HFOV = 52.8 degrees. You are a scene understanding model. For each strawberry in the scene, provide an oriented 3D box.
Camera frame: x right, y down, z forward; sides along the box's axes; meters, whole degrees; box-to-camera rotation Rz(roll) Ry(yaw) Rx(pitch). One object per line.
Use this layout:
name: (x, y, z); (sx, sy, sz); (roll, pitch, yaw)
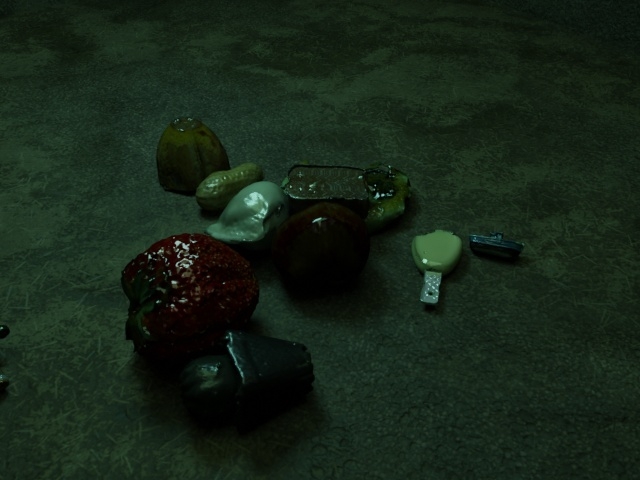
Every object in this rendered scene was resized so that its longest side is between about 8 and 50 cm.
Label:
strawberry: (-0.257, 0.122, 1.336); (0.288, 0.250, 0.238); (-5, 35, -35)

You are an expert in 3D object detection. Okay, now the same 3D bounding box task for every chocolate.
chocolate: (0.016, -0.118, 1.635); (0.214, 0.093, 0.148); (1, 41, -1)

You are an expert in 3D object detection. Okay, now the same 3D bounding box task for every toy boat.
toy boat: (0.444, 0.008, 1.629); (0.137, 0.060, 0.061); (12, 61, 18)

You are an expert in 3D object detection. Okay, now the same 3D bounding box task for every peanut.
peanut: (-0.251, -0.155, 1.785); (0.226, 0.095, 0.108); (-30, 52, -34)

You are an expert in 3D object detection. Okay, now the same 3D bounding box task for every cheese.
cheese: (0.273, 0.064, 1.563); (0.127, 0.050, 0.255); (10, 40, 11)

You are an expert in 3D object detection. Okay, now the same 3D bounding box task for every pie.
pie: (0.070, -0.124, 1.771); (0.371, 0.078, 0.297); (-1, 42, -2)

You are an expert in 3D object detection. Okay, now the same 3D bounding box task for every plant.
plant: (-0.142, 0.263, 1.237); (0.255, 0.142, 0.164); (-10, 41, -19)

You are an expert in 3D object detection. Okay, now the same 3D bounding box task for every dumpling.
dumpling: (-0.179, -0.051, 1.641); (0.226, 0.243, 0.175); (-18, 78, 17)

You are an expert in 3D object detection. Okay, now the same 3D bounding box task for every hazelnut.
hazelnut: (0.000, 0.000, 1.504); (0.233, 0.218, 0.218); (-6, 39, -11)

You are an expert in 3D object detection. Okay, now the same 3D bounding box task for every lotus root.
lotus root: (-0.366, -0.255, 1.847); (0.199, 0.180, 0.188); (13, 37, 15)

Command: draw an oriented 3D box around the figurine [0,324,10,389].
figurine: (-0.696, 0.226, 1.304); (0.147, 0.094, 0.197); (-33, 50, -21)
